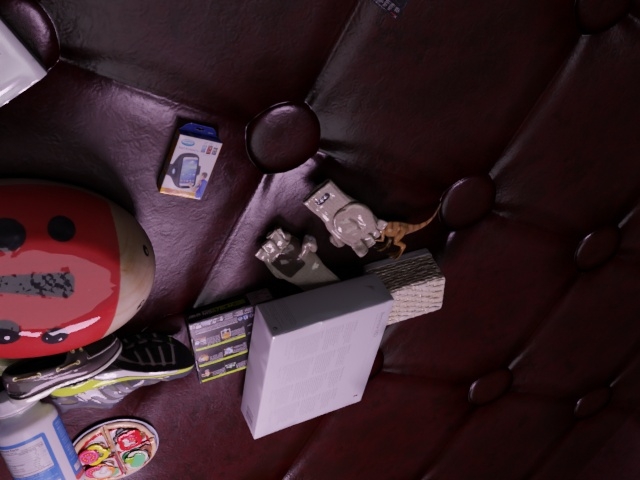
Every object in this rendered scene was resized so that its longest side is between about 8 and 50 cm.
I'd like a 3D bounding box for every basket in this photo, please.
[{"bbox_3d":[0.187,0.105,1.675,0.167,0.103,0.113,-15,131,-17],"label":"basket"}]

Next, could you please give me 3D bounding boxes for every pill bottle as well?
[{"bbox_3d":[-0.556,0.392,1.455,0.124,0.124,0.221,-21,102,-11],"label":"pill bottle"}]

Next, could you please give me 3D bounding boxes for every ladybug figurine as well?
[{"bbox_3d":[-0.476,0.055,1.210,0.449,0.162,0.305,-2,101,-30],"label":"ladybug figurine"}]

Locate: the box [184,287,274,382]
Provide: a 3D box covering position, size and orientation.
[{"bbox_3d":[-0.185,0.205,1.603,0.191,0.045,0.184,-17,133,-16],"label":"box"}]

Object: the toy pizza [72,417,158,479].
[{"bbox_3d":[-0.462,0.478,1.677,0.201,0.032,0.201,-14,130,-18],"label":"toy pizza"}]

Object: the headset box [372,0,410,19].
[{"bbox_3d":[0.129,-0.433,1.282,0.062,0.032,0.083,25,110,-39],"label":"headset box"}]

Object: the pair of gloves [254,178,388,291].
[{"bbox_3d":[0.000,0.000,1.523,0.204,0.042,0.240,34,110,-31],"label":"pair of gloves"}]

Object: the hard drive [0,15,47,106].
[{"bbox_3d":[-0.562,-0.294,1.029,0.203,0.040,0.307,-34,132,0],"label":"hard drive"}]

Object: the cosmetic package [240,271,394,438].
[{"bbox_3d":[-0.016,0.257,1.641,0.284,0.097,0.377,-12,138,-24],"label":"cosmetic package"}]

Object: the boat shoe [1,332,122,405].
[{"bbox_3d":[-0.481,0.226,1.406,0.228,0.081,0.068,-28,131,-32],"label":"boat shoe"}]

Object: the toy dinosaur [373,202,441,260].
[{"bbox_3d":[0.169,-0.020,1.598,0.212,0.064,0.112,-1,123,-27],"label":"toy dinosaur"}]

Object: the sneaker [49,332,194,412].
[{"bbox_3d":[-0.405,0.272,1.512,0.300,0.111,0.121,-7,134,-14],"label":"sneaker"}]

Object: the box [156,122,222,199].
[{"bbox_3d":[-0.230,-0.140,1.326,0.081,0.028,0.136,9,122,-31],"label":"box"}]

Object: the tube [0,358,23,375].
[{"bbox_3d":[-0.563,0.168,1.376,0.062,0.070,0.240,-32,150,-54],"label":"tube"}]
